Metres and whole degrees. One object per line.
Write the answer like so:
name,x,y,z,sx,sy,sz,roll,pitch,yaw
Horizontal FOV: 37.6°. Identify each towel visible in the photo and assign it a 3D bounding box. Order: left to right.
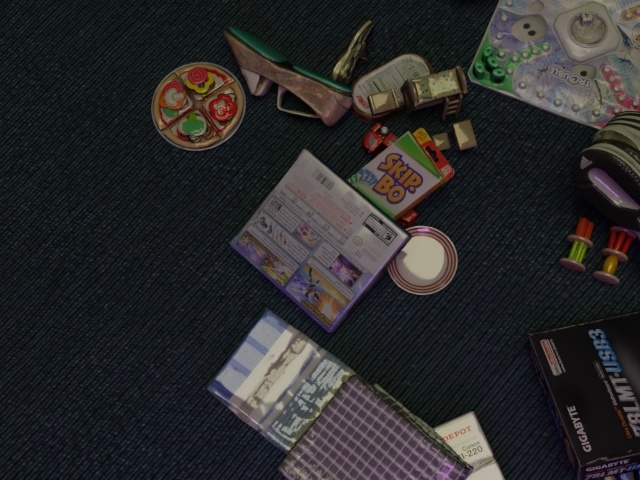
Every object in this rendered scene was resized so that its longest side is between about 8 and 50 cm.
towel,-0.054,0.290,1.811,0.285,0.034,0.209,36,79,12
towel,0.089,0.399,1.655,0.284,0.121,0.235,37,94,20

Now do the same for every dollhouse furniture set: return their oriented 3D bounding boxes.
dollhouse furniture set,0.207,-0.243,1.877,0.182,0.101,0.161,-16,88,-5

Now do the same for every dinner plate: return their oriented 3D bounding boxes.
dinner plate,0.201,0.040,1.869,0.141,0.017,0.141,-1,76,3

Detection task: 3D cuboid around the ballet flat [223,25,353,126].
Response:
ballet flat,-0.085,-0.331,1.942,0.316,0.107,0.106,32,108,15

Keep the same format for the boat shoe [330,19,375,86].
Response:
boat shoe,0.077,-0.390,1.973,0.049,0.056,0.152,32,89,6

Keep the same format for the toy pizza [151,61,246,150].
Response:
toy pizza,-0.258,-0.286,1.973,0.201,0.032,0.201,-1,76,3

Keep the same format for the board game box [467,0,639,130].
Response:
board game box,0.557,-0.440,1.957,0.390,0.050,0.390,23,78,9

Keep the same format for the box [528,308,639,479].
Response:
box,0.559,0.267,1.697,0.293,0.073,0.295,-11,45,0

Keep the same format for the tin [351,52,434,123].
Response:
tin,0.148,-0.319,1.958,0.190,0.040,0.106,-31,72,-5

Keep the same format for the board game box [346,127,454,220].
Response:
board game box,0.129,-0.101,1.853,0.259,0.039,0.124,-38,71,13

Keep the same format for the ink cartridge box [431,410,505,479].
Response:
ink cartridge box,0.253,0.443,1.723,0.158,0.092,0.218,-23,73,-3

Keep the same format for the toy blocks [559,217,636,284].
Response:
toy blocks,0.549,-0.003,1.841,0.123,0.054,0.148,22,78,8

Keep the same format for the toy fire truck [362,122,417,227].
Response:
toy fire truck,0.145,-0.133,1.902,0.192,0.047,0.135,40,83,13

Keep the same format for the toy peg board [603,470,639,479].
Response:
toy peg board,0.601,0.377,1.726,0.161,0.079,0.160,-4,75,3

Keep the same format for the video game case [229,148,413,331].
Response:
video game case,0.000,0.000,1.834,0.269,0.061,0.244,41,99,12

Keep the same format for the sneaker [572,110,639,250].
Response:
sneaker,0.697,-0.071,1.791,0.447,0.169,0.257,47,56,-7
